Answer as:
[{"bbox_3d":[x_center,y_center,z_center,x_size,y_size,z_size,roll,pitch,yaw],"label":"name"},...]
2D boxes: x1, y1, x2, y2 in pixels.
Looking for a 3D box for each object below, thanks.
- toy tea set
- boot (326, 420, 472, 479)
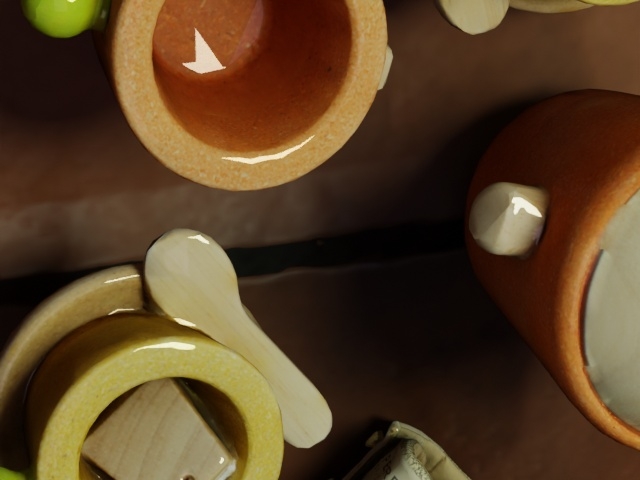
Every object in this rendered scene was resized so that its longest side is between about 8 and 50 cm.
[{"bbox_3d":[0.000,0.000,0.472,0.336,0.124,0.200,-25,115,-13],"label":"toy tea set"},{"bbox_3d":[-0.029,0.121,0.596,0.213,0.077,0.165,33,107,-29],"label":"boot"}]
